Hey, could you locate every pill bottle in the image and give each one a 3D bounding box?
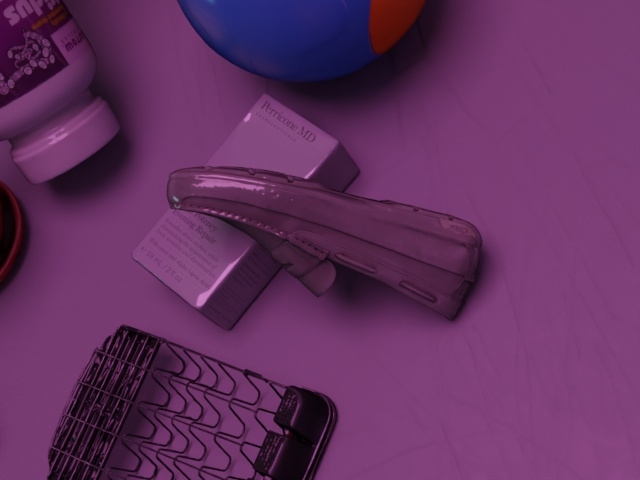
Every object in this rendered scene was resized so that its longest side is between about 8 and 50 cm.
[{"bbox_3d":[-0.354,-0.219,1.457,0.169,0.301,0.169,-28,20,11],"label":"pill bottle"}]

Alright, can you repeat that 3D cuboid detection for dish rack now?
[{"bbox_3d":[-0.143,0.208,1.341,0.271,0.074,0.208,17,75,27],"label":"dish rack"}]

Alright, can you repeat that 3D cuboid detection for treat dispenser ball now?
[{"bbox_3d":[-0.020,-0.310,1.381,0.288,0.288,0.288,-7,67,17],"label":"treat dispenser ball"}]

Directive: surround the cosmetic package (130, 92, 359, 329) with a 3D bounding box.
[{"bbox_3d":[-0.079,-0.031,1.406,0.117,0.085,0.231,35,85,28],"label":"cosmetic package"}]

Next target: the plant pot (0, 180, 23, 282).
[{"bbox_3d":[-0.448,-0.021,1.483,0.191,0.174,0.191,-7,67,17],"label":"plant pot"}]

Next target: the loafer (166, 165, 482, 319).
[{"bbox_3d":[0.000,0.000,1.298,0.319,0.112,0.111,14,93,-3],"label":"loafer"}]
